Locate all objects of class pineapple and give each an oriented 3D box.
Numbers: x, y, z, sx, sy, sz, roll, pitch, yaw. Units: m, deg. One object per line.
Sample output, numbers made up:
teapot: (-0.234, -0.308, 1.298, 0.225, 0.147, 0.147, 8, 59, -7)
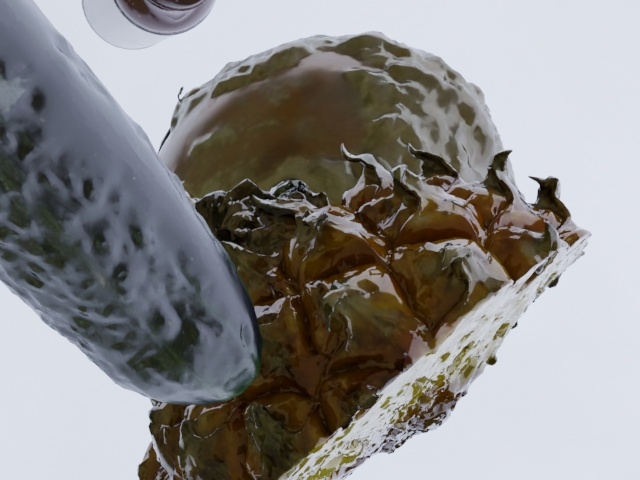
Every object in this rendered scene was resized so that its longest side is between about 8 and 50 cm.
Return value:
pineapple: (-0.006, 0.016, 0.701, 0.249, 0.140, 0.164, -31, -100, -7)

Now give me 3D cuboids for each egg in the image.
egg: (0.000, 0.000, 1.105, 0.279, 0.279, 0.310, 52, -45, 23)

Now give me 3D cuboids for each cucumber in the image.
cucumber: (-0.093, -0.022, 0.538, 0.074, 0.241, 0.074, -19, -135, 20)

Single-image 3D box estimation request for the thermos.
thermos: (-0.153, -0.249, 1.624, 0.136, 0.330, 0.110, 23, -93, -14)
